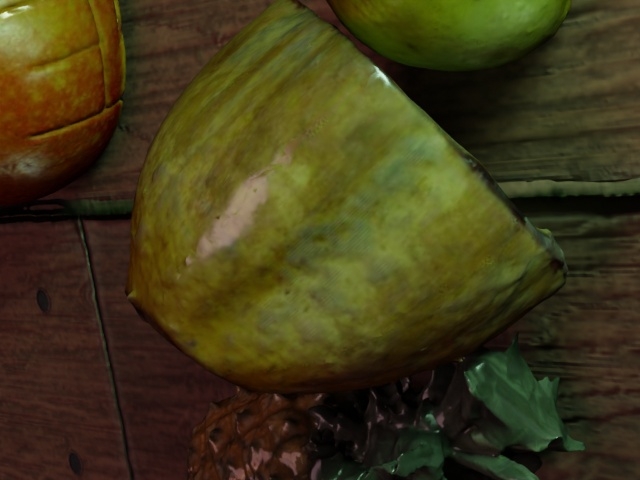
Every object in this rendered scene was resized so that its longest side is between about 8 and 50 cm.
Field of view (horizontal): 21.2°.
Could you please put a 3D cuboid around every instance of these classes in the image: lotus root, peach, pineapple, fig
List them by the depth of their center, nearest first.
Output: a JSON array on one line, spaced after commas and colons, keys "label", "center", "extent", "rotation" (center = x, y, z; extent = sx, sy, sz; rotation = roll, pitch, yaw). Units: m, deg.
[{"label": "fig", "center": [0.056, -0.156, 0.840], "extent": [0.136, 0.121, 0.153], "rotation": [-13, 92, 57]}, {"label": "lotus root", "center": [0.000, 0.000, 0.877], "extent": [0.199, 0.180, 0.188], "rotation": [43, -179, -21]}, {"label": "pineapple", "center": [0.030, 0.119, 0.973], "extent": [0.248, 0.128, 0.128], "rotation": [-22, 85, 47]}, {"label": "peach", "center": [-0.266, -0.147, 1.198], "extent": [0.248, 0.245, 0.274], "rotation": [-134, 27, -72]}]
